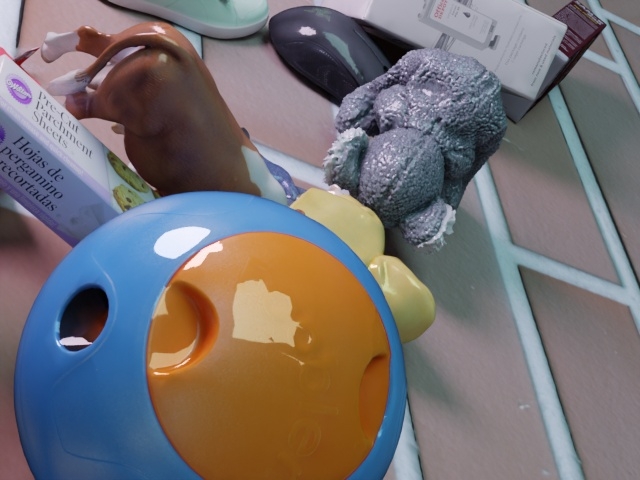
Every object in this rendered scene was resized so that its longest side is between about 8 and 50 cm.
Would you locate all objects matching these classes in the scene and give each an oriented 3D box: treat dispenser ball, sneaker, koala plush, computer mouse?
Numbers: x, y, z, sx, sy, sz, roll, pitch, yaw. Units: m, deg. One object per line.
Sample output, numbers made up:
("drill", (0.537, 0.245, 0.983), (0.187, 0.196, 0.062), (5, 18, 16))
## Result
("treat dispenser ball", (-0.081, 0.107, 0.931), (0.288, 0.288, 0.288), (24, 36, -19))
("sneaker", (-0.141, -0.340, 1.535), (0.256, 0.151, 0.094), (7, 43, -40))
("koala plush", (0.101, -0.098, 1.450), (0.196, 0.203, 0.221), (42, 49, -5))
("computer mouse", (0.058, -0.228, 1.644), (0.272, 0.072, 0.188), (35, 35, -9))

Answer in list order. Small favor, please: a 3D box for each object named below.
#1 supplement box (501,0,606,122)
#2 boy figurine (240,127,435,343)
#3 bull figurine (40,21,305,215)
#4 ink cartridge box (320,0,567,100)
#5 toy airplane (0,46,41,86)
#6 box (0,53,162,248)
("supplement box", (0.348, -0.280, 1.929), (0.073, 0.130, 0.239), (41, 35, 6))
("boy figurine", (0.000, 0.000, 1.308), (0.285, 0.092, 0.177), (37, 37, -2))
("bull figurine", (-0.133, -0.076, 1.145), (0.188, 0.310, 0.101), (1, 49, 23))
("ink cartridge box", (0.164, -0.311, 1.744), (0.283, 0.117, 0.207), (21, 7, -21))
("toy airplane", (-0.336, -0.170, 1.261), (0.151, 0.028, 0.151), (25, 36, -20))
("box", (-0.183, -0.022, 1.084), (0.324, 0.063, 0.067), (45, 28, -33))
